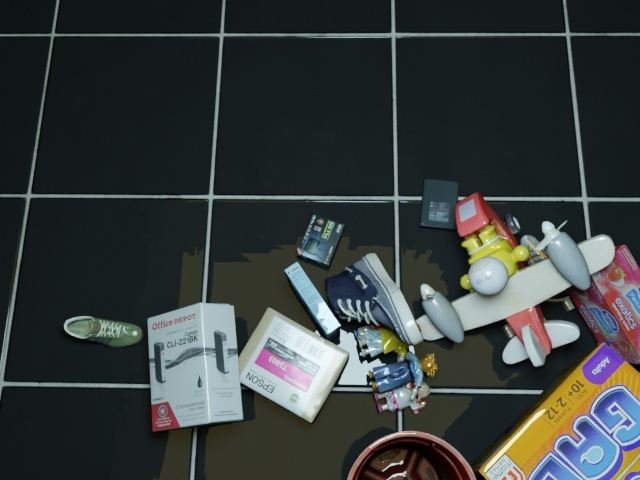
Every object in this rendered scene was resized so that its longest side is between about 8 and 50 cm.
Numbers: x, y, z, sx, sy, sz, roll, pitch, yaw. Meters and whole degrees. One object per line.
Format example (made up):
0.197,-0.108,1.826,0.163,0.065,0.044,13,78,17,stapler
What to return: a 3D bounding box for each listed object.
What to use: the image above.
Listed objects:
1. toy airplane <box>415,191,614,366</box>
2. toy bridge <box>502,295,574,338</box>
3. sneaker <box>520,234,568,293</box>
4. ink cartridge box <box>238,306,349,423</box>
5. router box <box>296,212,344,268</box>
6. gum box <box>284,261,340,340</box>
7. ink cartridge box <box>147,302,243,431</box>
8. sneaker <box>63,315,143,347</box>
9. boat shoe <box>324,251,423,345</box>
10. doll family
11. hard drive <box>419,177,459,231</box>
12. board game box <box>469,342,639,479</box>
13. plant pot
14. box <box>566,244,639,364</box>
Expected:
0.424,0.111,1.474,0.384,0.272,0.387,24,98,33,toy airplane
0.542,0.180,1.600,0.188,0.026,0.063,-25,74,-4,toy bridge
0.599,0.054,1.610,0.215,0.084,0.083,40,79,1,sneaker
-0.073,0.304,1.551,0.234,0.088,0.193,28,76,8,ink cartridge box
0.000,0.000,1.660,0.092,0.038,0.123,20,76,6,router box
-0.018,0.154,1.556,0.041,0.157,0.184,-33,76,-7,gum box
-0.298,0.297,1.502,0.196,0.114,0.273,-18,70,33,ink cartridge box
-0.546,0.226,1.586,0.192,0.086,0.064,6,74,3,sneaker
0.116,0.161,1.499,0.158,0.340,0.127,-27,116,0,boat shoe
0.189,0.287,1.531,0.163,0.118,0.263,-17,74,-3,doll family
0.315,-0.096,1.687,0.094,0.022,0.135,7,75,4,hard drive
0.563,0.488,1.316,0.356,0.356,0.356,-43,70,-8,board game box
0.186,0.553,1.381,0.272,0.265,0.273,-1,74,2,plant pot
0.705,0.152,1.513,0.128,0.122,0.257,-33,94,-16,box
